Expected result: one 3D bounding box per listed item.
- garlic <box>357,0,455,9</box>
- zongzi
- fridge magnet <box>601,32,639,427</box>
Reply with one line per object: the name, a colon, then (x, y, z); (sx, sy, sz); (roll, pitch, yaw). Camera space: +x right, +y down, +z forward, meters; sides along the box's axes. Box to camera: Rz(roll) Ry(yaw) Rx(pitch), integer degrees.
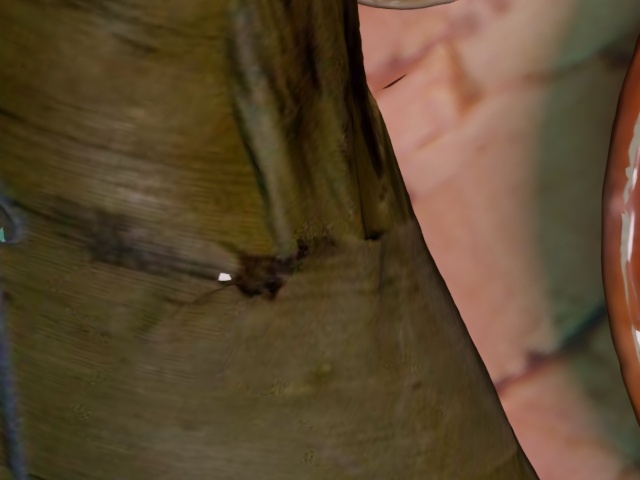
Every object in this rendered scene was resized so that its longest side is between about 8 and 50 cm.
garlic: (0.032, -0.130, 0.570); (0.094, 0.074, 0.113); (27, 101, -8)
zongzi: (0.000, 0.000, 0.532); (0.360, 0.160, 0.323); (26, 138, -6)
fridge magnet: (0.269, -0.002, 0.536); (0.364, 0.155, 0.363); (2, 105, 7)
